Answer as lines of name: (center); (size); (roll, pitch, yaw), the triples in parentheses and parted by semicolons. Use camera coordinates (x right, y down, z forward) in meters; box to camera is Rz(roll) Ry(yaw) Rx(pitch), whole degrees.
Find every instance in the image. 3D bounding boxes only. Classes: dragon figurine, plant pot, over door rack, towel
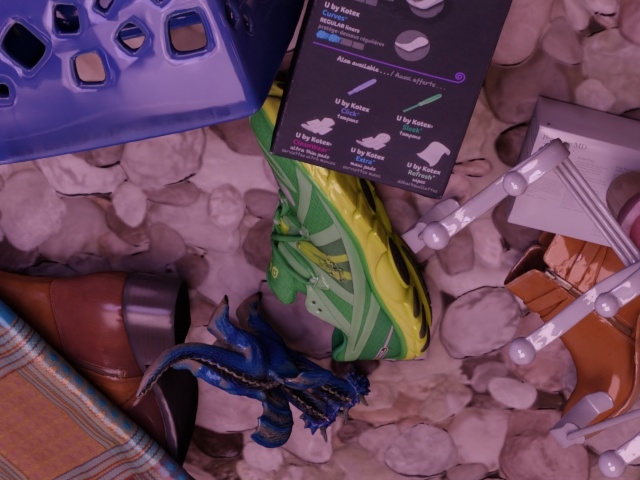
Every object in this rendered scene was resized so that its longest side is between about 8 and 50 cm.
dragon figurine: (-0.046, 0.124, 1.551); (0.144, 0.289, 0.085); (40, 102, 13)
plant pot: (-0.160, -0.212, 1.317); (0.236, 0.236, 0.212); (-9, 118, 14)
over door rack: (0.176, 0.065, 1.380); (0.108, 0.324, 0.239); (-37, 91, -15)
towel: (-0.319, 0.159, 1.640); (0.370, 0.040, 0.271); (45, 134, -14)

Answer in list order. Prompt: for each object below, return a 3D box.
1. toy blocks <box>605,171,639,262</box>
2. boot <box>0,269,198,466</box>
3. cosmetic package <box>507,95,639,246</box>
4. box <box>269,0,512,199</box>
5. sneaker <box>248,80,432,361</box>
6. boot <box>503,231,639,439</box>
toy blocks: (0.413, -0.048, 1.296); (0.309, 0.260, 0.289); (23, 104, -9)
boot: (-0.262, 0.132, 1.649); (0.280, 0.096, 0.264); (5, 132, 8)
cosmetic package: (0.284, -0.042, 1.479); (0.239, 0.060, 0.099); (14, 124, -3)
box: (0.068, -0.194, 1.335); (0.143, 0.165, 0.270); (15, 125, -3)
sneaker: (0.000, 0.000, 1.513); (0.123, 0.109, 0.295); (-18, 121, 14)
boot: (0.226, 0.075, 1.564); (0.152, 0.073, 0.197); (26, 111, -13)
